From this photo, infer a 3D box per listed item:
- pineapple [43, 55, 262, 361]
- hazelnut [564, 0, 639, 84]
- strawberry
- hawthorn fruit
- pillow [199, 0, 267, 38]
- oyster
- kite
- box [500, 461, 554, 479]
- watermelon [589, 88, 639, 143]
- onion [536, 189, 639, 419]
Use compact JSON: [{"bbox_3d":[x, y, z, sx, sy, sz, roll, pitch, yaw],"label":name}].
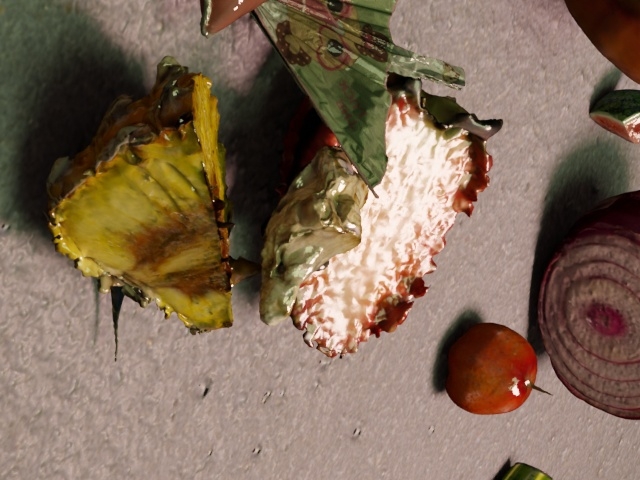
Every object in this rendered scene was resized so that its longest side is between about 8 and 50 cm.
[{"bbox_3d":[-0.152,-0.046,1.337,0.334,0.158,0.161,72,8,-56],"label":"pineapple"},{"bbox_3d":[0.430,-0.345,1.804,0.366,0.366,0.366,-34,137,-40],"label":"hazelnut"},{"bbox_3d":[0.029,-0.042,1.602,0.233,0.138,0.306,20,107,-34],"label":"strawberry"},{"bbox_3d":[0.231,0.173,2.039,0.125,0.140,0.125,-159,-90,-88],"label":"hawthorn fruit"},{"bbox_3d":[-0.055,-0.284,1.345,0.171,0.075,0.179,-39,143,-45],"label":"pillow"},{"bbox_3d":[0.000,0.000,1.433,0.191,0.081,0.163,-60,162,-10],"label":"oyster"},{"bbox_3d":[0.032,-0.197,1.469,0.267,0.013,0.323,21,60,-27],"label":"kite"},{"bbox_3d":[0.229,0.492,2.264,0.345,0.097,0.134,-46,142,-28],"label":"box"},{"bbox_3d":[0.421,-0.175,2.124,0.092,0.084,0.072,-29,144,-26],"label":"watermelon"},{"bbox_3d":[0.476,0.075,2.175,0.260,0.282,0.337,-30,133,-40],"label":"onion"}]
